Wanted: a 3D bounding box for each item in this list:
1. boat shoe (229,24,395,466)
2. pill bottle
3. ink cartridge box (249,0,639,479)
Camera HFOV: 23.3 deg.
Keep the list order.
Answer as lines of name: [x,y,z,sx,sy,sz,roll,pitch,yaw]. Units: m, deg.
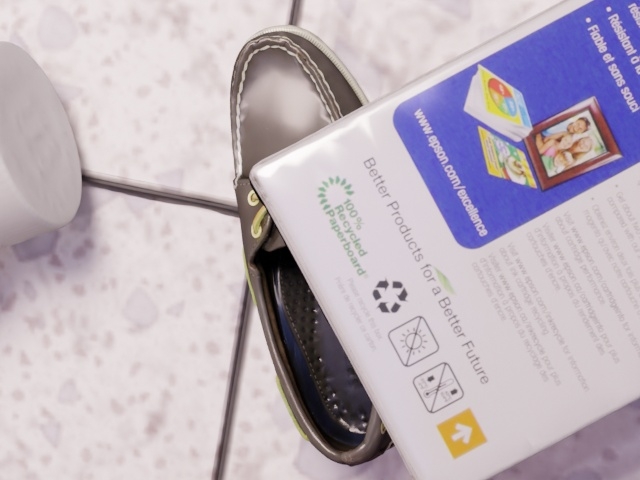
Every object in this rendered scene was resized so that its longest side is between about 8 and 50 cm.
boat shoe: [0.000,0.000,0.786,0.081,0.068,0.228,-15,92,15]
pill bottle: [-0.246,-0.023,0.817,0.221,0.121,0.121,-17,91,14]
ink cartridge box: [0.169,-0.041,0.720,0.370,0.069,0.176,-28,88,2]
